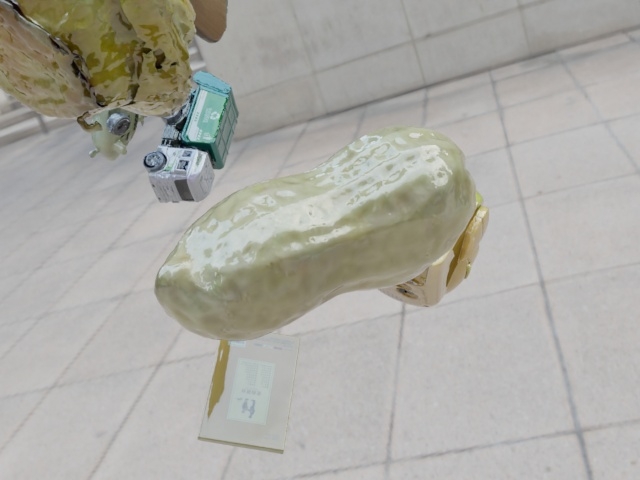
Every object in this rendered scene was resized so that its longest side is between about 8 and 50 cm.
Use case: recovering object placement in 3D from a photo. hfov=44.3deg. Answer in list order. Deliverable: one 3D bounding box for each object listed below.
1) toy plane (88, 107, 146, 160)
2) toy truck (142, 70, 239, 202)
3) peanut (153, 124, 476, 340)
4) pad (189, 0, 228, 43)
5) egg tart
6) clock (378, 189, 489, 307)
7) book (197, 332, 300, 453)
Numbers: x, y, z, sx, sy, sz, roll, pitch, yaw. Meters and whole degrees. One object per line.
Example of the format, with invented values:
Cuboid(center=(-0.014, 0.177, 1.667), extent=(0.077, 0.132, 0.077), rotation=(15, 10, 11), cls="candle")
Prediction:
Cuboid(center=(-0.317, -0.244, 1.265), extent=(0.092, 0.286, 0.108), rotation=(40, 44, 21), cls="toy plane")
Cuboid(center=(-0.231, -0.189, 1.427), extent=(0.124, 0.114, 0.253), rotation=(4, 60, 10), cls="toy truck")
Cuboid(center=(0.000, 0.000, 0.597), extent=(0.256, 0.124, 0.123), rotation=(-26, 20, -11), cls="peanut")
Cuboid(center=(-0.160, -0.356, 0.707), extent=(0.018, 0.284, 0.286), rotation=(-10, -20, 24), cls="pad")
Cuboid(center=(-0.201, -0.165, 0.590), extent=(0.241, 0.241, 0.106), rotation=(0, 53, 44), cls="egg tart")
Cuboid(center=(0.152, -0.007, 1.374), extent=(0.244, 0.317, 0.200), rotation=(30, 68, 18), cls="clock")
Cuboid(center=(-0.096, 0.202, 1.088), extent=(0.118, 0.012, 0.172), rotation=(10, 56, -1), cls="book")
